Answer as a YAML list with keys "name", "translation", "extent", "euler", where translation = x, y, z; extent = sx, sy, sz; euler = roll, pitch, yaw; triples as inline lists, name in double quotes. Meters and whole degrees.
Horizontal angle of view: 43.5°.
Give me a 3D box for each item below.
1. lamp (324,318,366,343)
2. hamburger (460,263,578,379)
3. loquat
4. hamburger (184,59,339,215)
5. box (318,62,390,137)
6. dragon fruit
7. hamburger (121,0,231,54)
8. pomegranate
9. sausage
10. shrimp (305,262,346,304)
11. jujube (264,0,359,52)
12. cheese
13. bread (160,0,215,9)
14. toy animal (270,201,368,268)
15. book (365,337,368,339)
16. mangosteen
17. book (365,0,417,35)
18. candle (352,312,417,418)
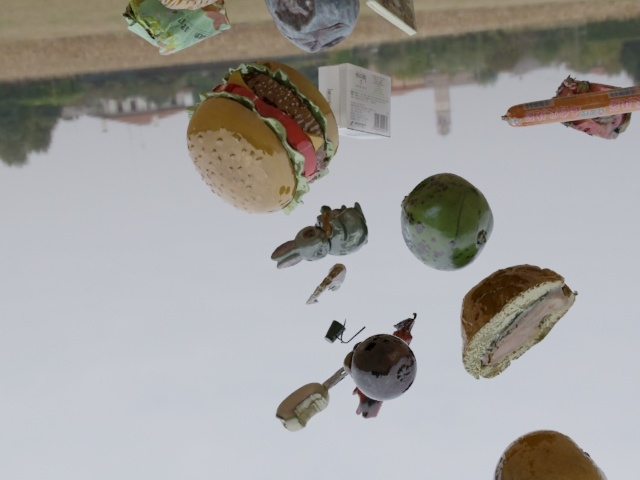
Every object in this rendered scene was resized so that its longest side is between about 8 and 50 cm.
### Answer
- name: "lamp"
  translation: [0.037, 0.178, 1.534]
  extent: [0.054, 0.041, 0.121]
  euler: [-52, -172, -20]
- name: "hamburger"
  translation: [0.458, 0.179, 2.032]
  extent: [0.330, 0.162, 0.209]
  euler: [-47, -154, 7]
- name: "loquat"
  translation: [0.509, 0.547, 1.758]
  extent: [0.263, 0.263, 0.263]
  euler: [-5, -168, 1]
- name: "hamburger"
  translation: [-0.118, -0.172, 1.454]
  extent: [0.274, 0.274, 0.212]
  euler: [4, -139, 39]
- name: "box"
  translation: [0.108, -0.414, 2.419]
  extent: [0.111, 0.194, 0.260]
  euler: [0, 179, 37]
- name: "dragon fruit"
  translation: [0.716, -0.361, 2.107]
  extent: [0.211, 0.147, 0.282]
  euler: [34, -157, 31]
- name: "hamburger"
  translation: [-0.323, -0.515, 1.708]
  extent: [0.214, 0.235, 0.125]
  euler: [-19, 160, -21]
- name: "pomegranate"
  translation: [0.311, -0.052, 2.049]
  extent: [0.254, 0.254, 0.270]
  euler: [-15, -142, -37]
- name: "sausage"
  translation: [0.556, -0.282, 1.681]
  extent: [0.348, 0.053, 0.053]
  euler: [-7, -169, 10]
- name: "shrimp"
  translation: [0.016, 0.144, 2.464]
  extent: [0.173, 0.058, 0.253]
  euler: [-45, 173, -15]
- name: "jujube"
  translation: [-0.022, -0.644, 2.066]
  extent: [0.246, 0.308, 0.215]
  euler: [-2, -164, 25]
- name: "cheese"
  translation: [-0.018, 0.503, 2.599]
  extent: [0.286, 0.082, 0.163]
  euler: [-38, -164, -15]
- name: "bread"
  translation: [-0.239, -0.520, 1.441]
  extent: [0.199, 0.199, 0.104]
  euler: [-10, -174, -21]
- name: "toy animal"
  translation: [0.002, 0.002, 1.968]
  extent: [0.251, 0.127, 0.125]
  euler: [-31, 159, -25]
- name: "book"
  translation: [0.118, 0.320, 2.238]
  extent: [0.017, 0.103, 0.135]
  euler: [29, 177, 0]
- name: "mangosteen"
  translation: [0.103, 0.226, 1.456]
  extent: [0.140, 0.140, 0.140]
  euler: [-5, -168, 1]
- name: "book"
  translation: [0.152, -0.630, 1.853]
  extent: [0.027, 0.264, 0.202]
  euler: [-16, 162, 35]
- name: "candle"
  translation: [0.168, 0.313, 2.010]
  extent: [0.084, 0.301, 0.059]
  euler: [31, -171, 10]
